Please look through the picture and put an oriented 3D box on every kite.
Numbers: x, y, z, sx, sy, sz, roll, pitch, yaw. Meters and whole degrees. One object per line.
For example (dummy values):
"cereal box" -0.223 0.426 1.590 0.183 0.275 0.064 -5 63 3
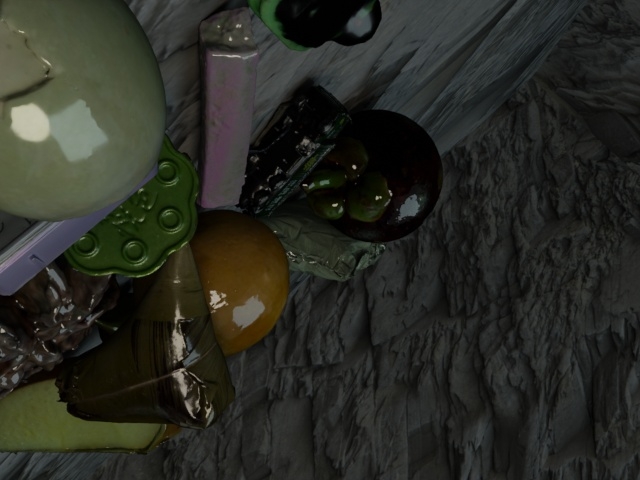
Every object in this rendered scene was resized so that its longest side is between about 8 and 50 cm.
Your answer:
"kite" 0.120 -0.315 1.684 0.044 0.002 0.078 -50 169 34

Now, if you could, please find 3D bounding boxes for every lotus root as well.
"lotus root" -0.230 -0.053 0.881 0.186 0.186 0.186 -43 171 -9

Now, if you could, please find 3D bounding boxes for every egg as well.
"egg" -0.212 -0.122 0.523 0.183 0.183 0.217 -41 136 -21

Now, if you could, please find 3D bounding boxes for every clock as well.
"clock" -0.263 -0.062 0.665 0.193 0.144 0.073 -43 171 -13

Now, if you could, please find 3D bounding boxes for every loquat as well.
"loquat" -0.183 0.066 1.258 0.263 0.263 0.263 -43 171 -9

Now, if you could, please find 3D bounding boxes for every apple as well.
"apple" -0.421 0.292 1.324 0.346 0.179 0.254 -1 154 -1

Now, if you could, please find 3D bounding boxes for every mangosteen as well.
"mangosteen" 0.107 -0.135 1.582 0.311 0.311 0.311 -43 171 -9

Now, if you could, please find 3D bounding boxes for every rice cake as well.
"rice cake" -0.126 -0.151 0.983 0.073 0.056 0.365 -9 152 -17

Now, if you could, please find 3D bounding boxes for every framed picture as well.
"framed picture" -0.078 -0.193 1.327 0.149 0.011 0.109 -50 169 32

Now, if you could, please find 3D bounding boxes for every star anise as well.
"star anise" -0.388 0.111 0.994 0.332 0.117 0.331 -41 176 -4

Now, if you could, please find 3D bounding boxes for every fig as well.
"fig" -0.358 0.141 1.316 0.124 0.124 0.236 -44 160 0

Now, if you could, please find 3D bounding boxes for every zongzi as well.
"zongzi" -0.280 0.132 1.094 0.274 0.299 0.145 -2 -158 18

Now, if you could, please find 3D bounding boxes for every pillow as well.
"pillow" 0.000 0.000 1.728 0.310 0.284 0.138 -28 136 -62

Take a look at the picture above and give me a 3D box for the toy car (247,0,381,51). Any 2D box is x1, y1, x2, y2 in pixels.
"toy car" 0.060 -0.354 0.726 0.359 0.176 0.213 -42 171 11

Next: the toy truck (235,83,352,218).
"toy truck" -0.056 -0.152 1.304 0.259 0.088 0.121 -46 170 19

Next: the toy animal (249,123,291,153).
"toy animal" -0.135 -0.140 1.145 0.220 0.062 0.108 -27 168 -19
